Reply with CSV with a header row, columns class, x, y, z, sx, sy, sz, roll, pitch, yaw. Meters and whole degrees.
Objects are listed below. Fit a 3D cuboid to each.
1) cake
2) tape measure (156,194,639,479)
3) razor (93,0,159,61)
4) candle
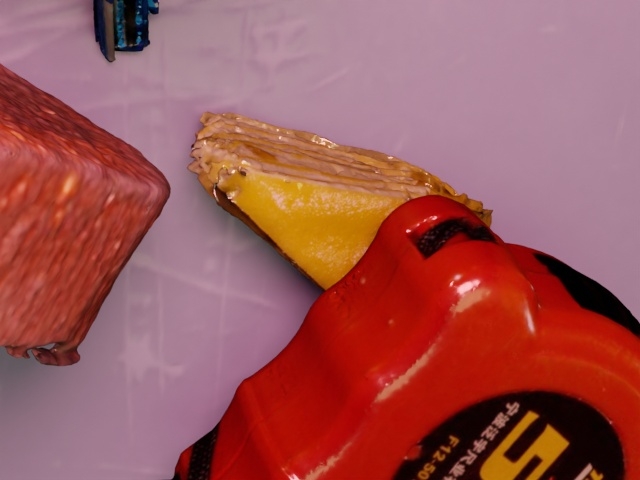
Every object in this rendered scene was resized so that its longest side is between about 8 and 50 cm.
class,x,y,z,sx,sy,sz,roll,pitch,yaw
cake,-0.002,-0.003,0.864,0.185,0.079,0.116,3,123,-27
tape measure,0.072,0.118,0.850,0.260,0.114,0.253,33,104,-31
razor,0.027,-0.185,0.802,0.324,0.093,0.056,-21,80,-11
candle,-0.208,-0.063,0.660,0.317,0.287,0.131,30,95,-21
